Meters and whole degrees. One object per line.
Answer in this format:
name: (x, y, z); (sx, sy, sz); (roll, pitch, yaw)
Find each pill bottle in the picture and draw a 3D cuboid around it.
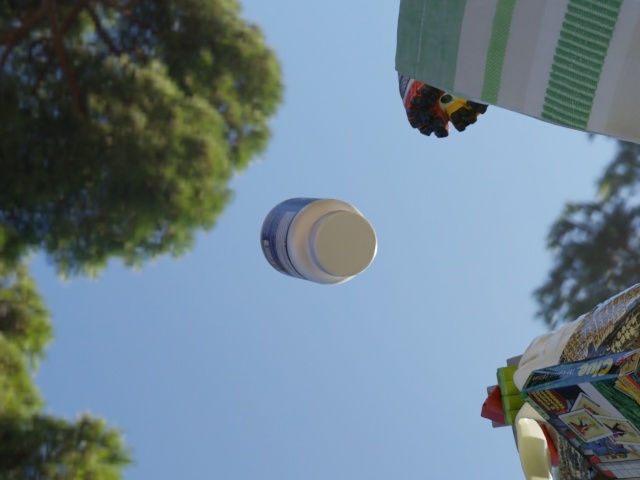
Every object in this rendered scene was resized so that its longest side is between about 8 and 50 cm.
pill bottle: (0.000, 0.000, 1.389); (0.094, 0.094, 0.169); (-2, -176, -19)

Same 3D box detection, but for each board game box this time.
board game box: (0.273, 0.180, 0.917); (0.260, 0.136, 0.030); (44, -120, -10)

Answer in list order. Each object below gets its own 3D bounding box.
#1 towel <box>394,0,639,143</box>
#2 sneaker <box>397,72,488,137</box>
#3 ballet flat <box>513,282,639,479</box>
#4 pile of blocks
towel: (0.214, -0.159, 0.856); (0.325, 0.248, 0.038); (18, -127, 10)
sneaker: (0.146, -0.196, 1.084); (0.088, 0.225, 0.093); (34, -156, -37)
ballet flat: (0.291, 0.209, 1.379); (0.182, 0.483, 0.164); (27, -131, 35)
pile of blocks: (0.312, 0.239, 1.743); (0.112, 0.149, 0.362); (-4, -167, -21)
